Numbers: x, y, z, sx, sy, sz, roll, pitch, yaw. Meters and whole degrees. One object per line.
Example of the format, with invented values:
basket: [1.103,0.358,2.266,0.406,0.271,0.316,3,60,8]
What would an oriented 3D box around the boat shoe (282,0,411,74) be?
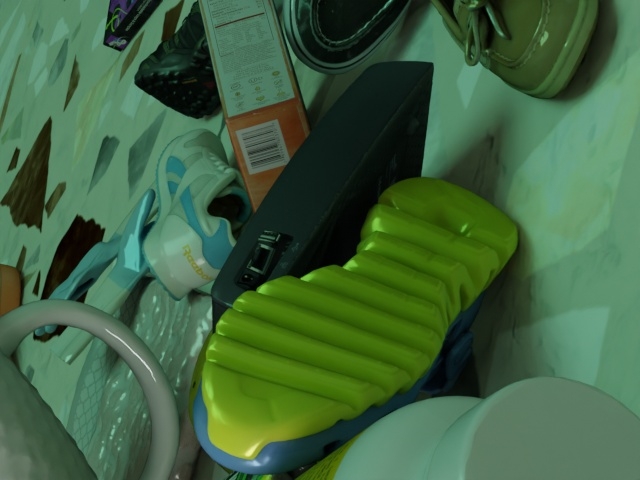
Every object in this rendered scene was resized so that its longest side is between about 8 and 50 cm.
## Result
boat shoe: [0.064,-0.270,1.570,0.306,0.113,0.105,-58,9,9]

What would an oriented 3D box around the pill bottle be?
pill bottle: [0.053,0.202,1.106,0.334,0.188,0.188,-42,35,51]

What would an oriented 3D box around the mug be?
mug: [-0.282,0.211,1.636,0.374,0.328,0.276,-43,13,-18]

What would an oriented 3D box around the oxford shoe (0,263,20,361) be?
oxford shoe: [-0.456,0.161,2.429,0.130,0.133,0.363,-56,27,33]

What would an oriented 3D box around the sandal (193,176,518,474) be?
sandal: [0.026,0.077,1.259,0.317,0.126,0.138,-32,-36,-51]

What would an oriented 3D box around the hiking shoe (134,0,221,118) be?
hiking shoe: [-0.110,-0.199,1.995,0.227,0.086,0.114,-15,45,58]

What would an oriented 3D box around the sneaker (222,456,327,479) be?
sneaker: [-0.066,0.270,1.400,0.343,0.134,0.146,-49,12,0]

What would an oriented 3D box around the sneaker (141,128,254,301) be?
sneaker: [-0.101,-0.034,1.826,0.092,0.087,0.228,-27,31,19]

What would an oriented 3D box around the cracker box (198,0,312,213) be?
cracker box: [-0.045,-0.105,1.647,0.232,0.067,0.155,-104,-2,-55]

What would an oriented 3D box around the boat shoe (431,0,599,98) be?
boat shoe: [0.116,-0.185,1.403,0.104,0.089,0.285,-64,23,17]

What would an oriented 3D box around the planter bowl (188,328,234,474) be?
planter bowl: [-0.044,0.114,1.544,0.217,0.090,0.217,-49,31,43]

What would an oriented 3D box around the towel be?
towel: [-0.185,0.194,1.870,0.317,0.053,0.332,18,90,68]

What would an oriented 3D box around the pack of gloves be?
pack of gloves: [-0.214,0.008,1.981,0.232,0.046,0.195,-50,21,-8]

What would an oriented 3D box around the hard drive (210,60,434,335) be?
hard drive: [0.000,0.000,1.376,0.254,0.054,0.172,-56,-18,-33]

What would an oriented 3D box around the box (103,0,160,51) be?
box: [-0.217,-0.320,2.394,0.162,0.029,0.116,-41,37,50]
